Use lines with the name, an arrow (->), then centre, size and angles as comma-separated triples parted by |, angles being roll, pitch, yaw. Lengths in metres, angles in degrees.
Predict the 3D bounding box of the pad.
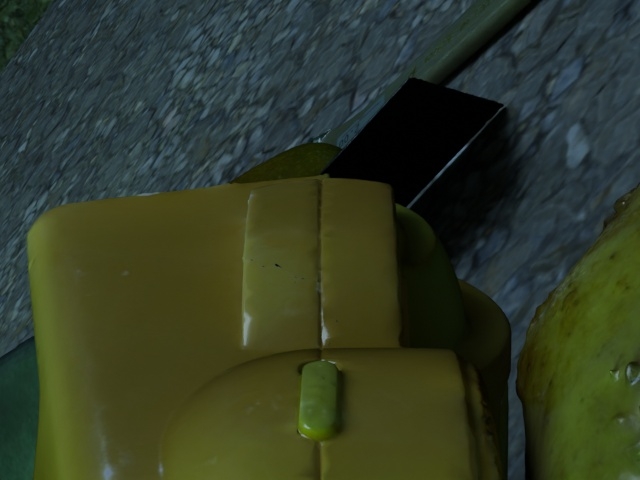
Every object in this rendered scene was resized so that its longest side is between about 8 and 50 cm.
pad -> 0.000, 0.000, 1.038 | 0.243, 0.004, 0.164 | -47, -18, 15

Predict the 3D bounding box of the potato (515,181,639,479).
potato -> 0.150, 0.039, 0.589 | 0.173, 0.140, 0.300 | -23, 35, 58

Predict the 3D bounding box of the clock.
clock -> -0.013, 0.134, 0.645 | 0.200, 0.244, 0.317 | -6, 25, -1

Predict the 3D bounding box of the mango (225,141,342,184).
mango -> -0.066, 0.021, 1.170 | 0.227, 0.099, 0.136 | -41, 18, 5

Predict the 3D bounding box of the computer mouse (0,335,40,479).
computer mouse -> -0.105, 0.123, 0.956 | 0.371, 0.188, 0.121 | -28, 57, 36

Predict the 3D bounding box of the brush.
brush -> 0.041, -0.088, 1.216 | 0.336, 0.020, 0.085 | -42, 22, 27
